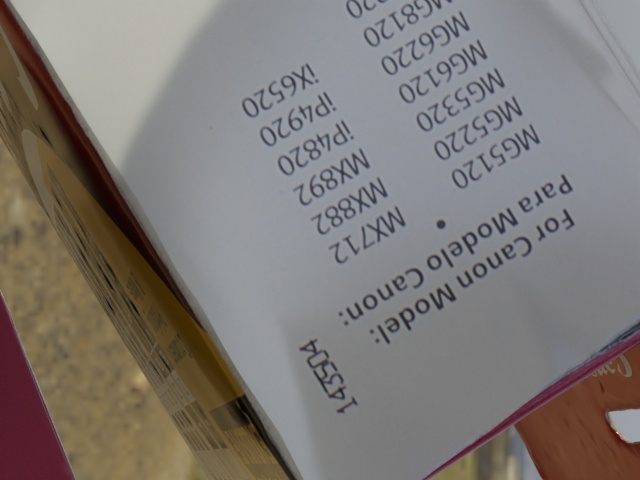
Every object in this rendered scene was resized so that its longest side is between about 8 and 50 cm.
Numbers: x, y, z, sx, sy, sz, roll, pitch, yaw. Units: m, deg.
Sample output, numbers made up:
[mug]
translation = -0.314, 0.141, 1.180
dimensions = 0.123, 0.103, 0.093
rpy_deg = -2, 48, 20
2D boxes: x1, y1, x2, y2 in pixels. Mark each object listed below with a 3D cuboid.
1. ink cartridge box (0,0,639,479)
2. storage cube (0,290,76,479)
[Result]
[ink cartridge box]
translation = 0.000, 0.000, 0.543
dimensions = 0.272, 0.130, 0.309
rpy_deg = 58, -10, 3
[storage cube]
translation = -0.251, 0.113, 0.801
dimensions = 0.193, 0.183, 0.215
rpy_deg = -44, 135, -35
